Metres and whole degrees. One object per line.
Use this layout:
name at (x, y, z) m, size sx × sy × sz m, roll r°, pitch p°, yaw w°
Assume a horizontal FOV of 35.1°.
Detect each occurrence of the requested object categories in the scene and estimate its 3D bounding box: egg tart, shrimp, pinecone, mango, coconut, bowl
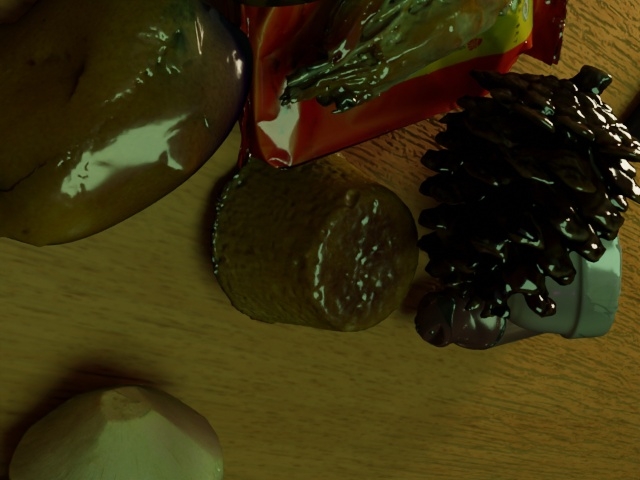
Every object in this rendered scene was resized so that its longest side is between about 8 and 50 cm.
egg tart at (0.000, 0.000, 1.093) m, size 0.215 × 0.170 × 0.215 m, roll -11°, pitch 109°, yaw -36°
shrimp at (0.072, -0.215, 0.917) m, size 0.294 × 0.062 × 0.154 m, roll -43°, pitch 119°, yaw -15°
pinecone at (0.202, -0.054, 1.016) m, size 0.224 × 0.224 × 0.273 m, roll 12°, pitch 116°, yaw -43°
mango at (-0.192, -0.109, 0.853) m, size 0.287 × 0.201 × 0.152 m, roll -37°, pitch 156°, yaw 1°
coconut at (-0.212, 0.262, 1.078) m, size 0.236 × 0.197 × 0.237 m, roll -19°, pitch 132°, yaw -23°
bowl at (0.254, -0.015, 1.238) m, size 0.143 × 0.287 × 0.287 m, roll -8°, pitch 128°, yaw -1°

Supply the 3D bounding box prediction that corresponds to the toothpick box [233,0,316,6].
toothpick box at (-0.039, -0.330, 0.801) m, size 0.175 × 0.175 × 0.271 m, roll -18°, pitch 116°, yaw -30°

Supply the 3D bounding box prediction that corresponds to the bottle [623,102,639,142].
bottle at (0.515, -0.222, 1.434) m, size 0.244 × 0.082 × 0.072 m, roll -51°, pitch -179°, yaw 2°

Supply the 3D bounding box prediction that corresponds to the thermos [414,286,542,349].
thermos at (0.257, 0.087, 1.418) m, size 0.330 × 0.136 × 0.110 m, roll -9°, pitch 95°, yaw -35°

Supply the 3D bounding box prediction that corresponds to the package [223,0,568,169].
package at (0.079, -0.221, 1.040) m, size 0.423 × 0.123 × 0.196 m, roll -23°, pitch 132°, yaw -27°
